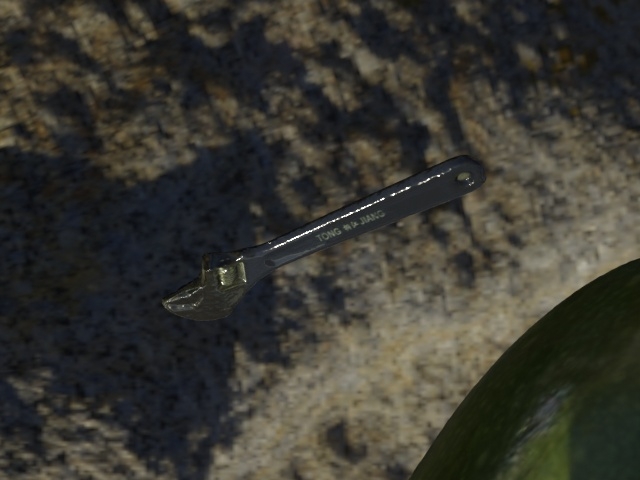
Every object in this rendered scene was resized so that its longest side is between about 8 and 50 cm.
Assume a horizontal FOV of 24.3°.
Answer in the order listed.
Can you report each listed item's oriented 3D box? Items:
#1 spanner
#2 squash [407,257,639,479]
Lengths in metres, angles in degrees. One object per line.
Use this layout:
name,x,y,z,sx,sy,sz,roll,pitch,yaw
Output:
spanner,0.000,0.000,0.855,0.046,0.208,0.012,51,22,-43
squash,0.193,0.159,0.746,0.310,0.310,0.309,33,89,-29
